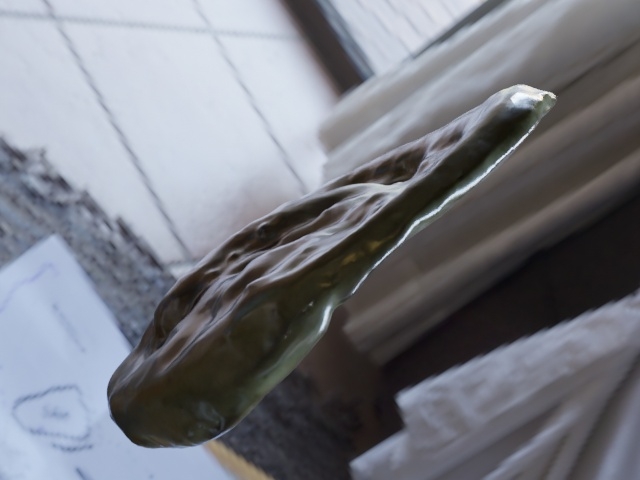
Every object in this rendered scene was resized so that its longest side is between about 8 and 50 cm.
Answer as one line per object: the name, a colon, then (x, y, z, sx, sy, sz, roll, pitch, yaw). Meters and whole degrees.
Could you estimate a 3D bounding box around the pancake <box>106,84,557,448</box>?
pancake: (0.000, 0.000, 0.628, 0.050, 0.242, 0.242, 52, 26, -7)
